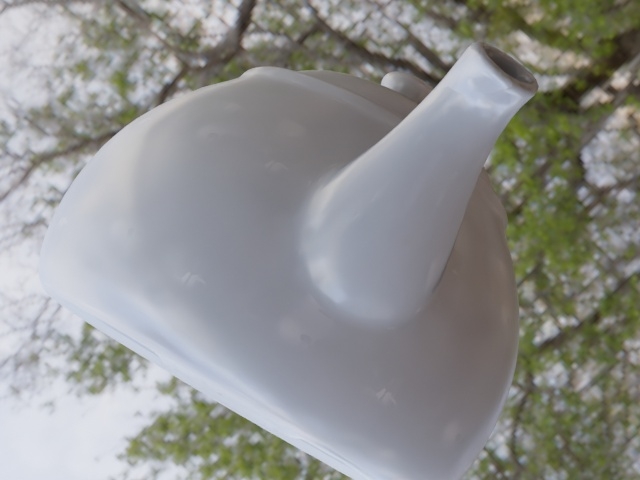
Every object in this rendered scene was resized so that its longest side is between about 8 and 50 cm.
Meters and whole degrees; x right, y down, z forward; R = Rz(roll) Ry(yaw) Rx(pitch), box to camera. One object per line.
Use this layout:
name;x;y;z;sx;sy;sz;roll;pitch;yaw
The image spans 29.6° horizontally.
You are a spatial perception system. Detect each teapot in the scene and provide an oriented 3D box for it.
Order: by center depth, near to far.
teapot;0.000;0.000;0.604;0.256;0.187;0.252;22;166;34
